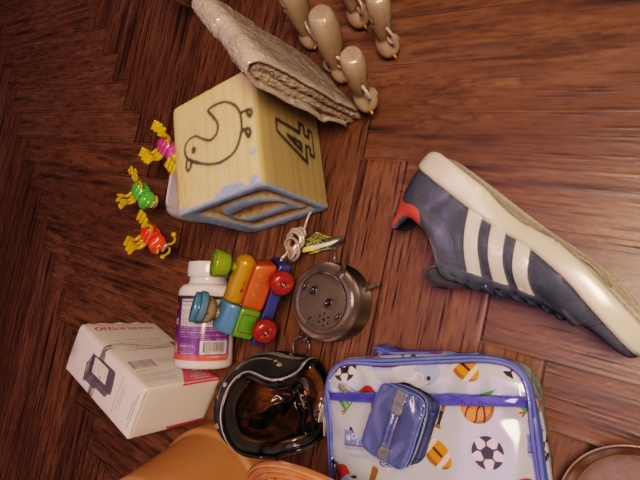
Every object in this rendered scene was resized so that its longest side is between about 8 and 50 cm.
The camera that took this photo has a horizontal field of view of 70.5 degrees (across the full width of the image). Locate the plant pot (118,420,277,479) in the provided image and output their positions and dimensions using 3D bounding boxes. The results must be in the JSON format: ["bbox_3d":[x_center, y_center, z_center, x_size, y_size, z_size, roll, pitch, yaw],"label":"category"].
[{"bbox_3d":[-0.221,0.469,0.748,0.291,0.203,0.290,-5,80,31],"label":"plant pot"}]

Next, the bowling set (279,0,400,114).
[{"bbox_3d":[0.074,-0.358,0.753,0.200,0.154,0.287,-31,64,5],"label":"bowling set"}]

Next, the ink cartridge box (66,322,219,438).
[{"bbox_3d":[-0.347,0.257,0.881,0.237,0.172,0.100,26,96,33],"label":"ink cartridge box"}]

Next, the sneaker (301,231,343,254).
[{"bbox_3d":[0.000,0.000,0.784,0.083,0.031,0.035,-14,74,30],"label":"sneaker"}]

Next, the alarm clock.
[{"bbox_3d":[0.005,0.117,0.747,0.129,0.064,0.192,39,106,31],"label":"alarm clock"}]

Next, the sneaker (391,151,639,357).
[{"bbox_3d":[0.231,0.036,0.583,0.350,0.131,0.148,49,116,35],"label":"sneaker"}]

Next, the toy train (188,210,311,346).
[{"bbox_3d":[-0.121,0.045,0.772,0.105,0.143,0.248,28,100,66],"label":"toy train"}]

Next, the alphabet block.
[{"bbox_3d":[-0.119,-0.141,0.790,0.192,0.193,0.197,-16,74,28],"label":"alphabet block"}]

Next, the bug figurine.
[{"bbox_3d":[-0.319,-0.111,0.922,0.216,0.072,0.279,48,112,36],"label":"bug figurine"}]

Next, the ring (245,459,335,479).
[{"bbox_3d":[0.041,0.404,0.591,0.337,0.032,0.336,19,129,24],"label":"ring"}]

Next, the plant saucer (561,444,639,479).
[{"bbox_3d":[0.358,0.314,0.503,0.168,0.029,0.168,-6,79,31],"label":"plant saucer"}]

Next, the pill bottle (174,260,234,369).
[{"bbox_3d":[-0.215,0.138,0.855,0.108,0.108,0.193,-4,79,32],"label":"pill bottle"}]

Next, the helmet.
[{"bbox_3d":[-0.079,0.253,0.709,0.162,0.169,0.169,-13,75,20],"label":"helmet"}]

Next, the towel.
[{"bbox_3d":[-0.059,-0.272,0.718,0.049,0.282,0.187,-49,61,22],"label":"towel"}]

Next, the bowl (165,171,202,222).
[{"bbox_3d":[-0.276,-0.112,0.970,0.142,0.053,0.142,5,83,33],"label":"bowl"}]

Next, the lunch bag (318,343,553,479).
[{"bbox_3d":[0.140,0.261,0.605,0.303,0.115,0.243,-9,75,30],"label":"lunch bag"}]

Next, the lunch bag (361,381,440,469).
[{"bbox_3d":[0.092,0.221,0.540,0.067,0.065,0.098,14,82,36],"label":"lunch bag"}]

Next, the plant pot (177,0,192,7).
[{"bbox_3d":[-0.246,-0.617,0.976,0.165,0.167,0.167,-7,78,25],"label":"plant pot"}]
